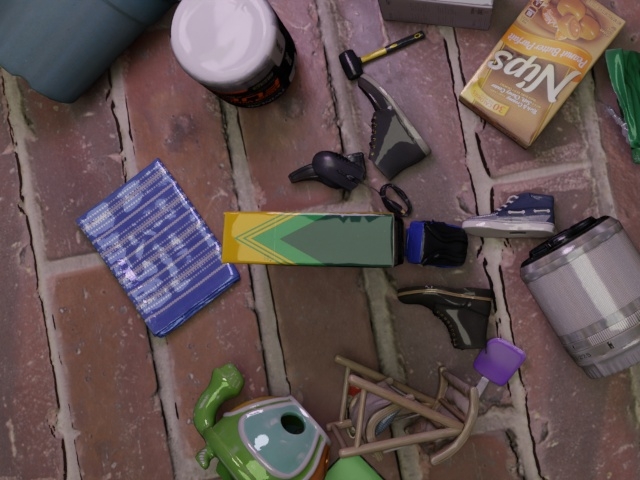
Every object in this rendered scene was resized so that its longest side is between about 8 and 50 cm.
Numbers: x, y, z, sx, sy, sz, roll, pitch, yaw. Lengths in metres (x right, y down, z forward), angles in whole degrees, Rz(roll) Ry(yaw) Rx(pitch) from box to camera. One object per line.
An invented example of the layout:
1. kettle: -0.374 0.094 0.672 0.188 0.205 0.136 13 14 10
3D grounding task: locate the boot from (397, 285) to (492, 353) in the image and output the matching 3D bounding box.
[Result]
1. boot: 0.257 0.164 1.835 0.198 0.077 0.136 2 84 9

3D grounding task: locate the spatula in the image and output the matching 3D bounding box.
1. spatula: 0.318 0.337 1.852 0.084 0.030 0.296 34 94 8

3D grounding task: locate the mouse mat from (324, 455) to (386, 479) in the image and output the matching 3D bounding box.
1. mouse mat: 0.055 0.562 1.897 0.152 0.007 0.189 45 94 6

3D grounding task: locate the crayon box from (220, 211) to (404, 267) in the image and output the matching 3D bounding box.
1. crayon box: 0.000 0.000 1.736 0.313 0.363 0.106 0 89 8

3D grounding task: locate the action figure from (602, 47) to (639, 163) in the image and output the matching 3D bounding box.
1. action figure: 0.630 -0.268 1.787 0.137 0.063 0.232 -7 84 -36

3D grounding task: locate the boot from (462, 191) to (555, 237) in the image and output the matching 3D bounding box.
1. boot: 0.393 -0.054 1.839 0.190 0.069 0.086 3 72 8

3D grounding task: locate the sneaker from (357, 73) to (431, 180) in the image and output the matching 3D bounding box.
1. sneaker: 0.123 -0.241 1.865 0.118 0.083 0.222 -38 85 6

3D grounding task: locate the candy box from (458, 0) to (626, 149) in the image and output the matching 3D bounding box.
1. candy box: 0.453 -0.368 1.817 0.183 0.087 0.316 38 93 7

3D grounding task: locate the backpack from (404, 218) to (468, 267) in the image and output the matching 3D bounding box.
1. backpack: 0.242 0.005 1.837 0.120 0.101 0.097 5 94 -24

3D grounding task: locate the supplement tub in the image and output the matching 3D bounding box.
1. supplement tub: -0.162 -0.384 1.779 0.207 0.338 0.207 0 89 8

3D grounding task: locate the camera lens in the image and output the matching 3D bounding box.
1. camera lens: 0.543 0.104 1.729 0.219 0.219 0.274 -31 85 6

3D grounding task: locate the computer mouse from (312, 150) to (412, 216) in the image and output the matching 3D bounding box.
1. computer mouse: 0.090 -0.116 1.855 0.242 0.041 0.071 27 98 -10

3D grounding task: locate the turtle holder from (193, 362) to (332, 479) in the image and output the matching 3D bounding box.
1. turtle holder: -0.120 0.428 1.835 0.227 0.243 0.320 -41 43 -9

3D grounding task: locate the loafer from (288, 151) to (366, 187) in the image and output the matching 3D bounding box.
1. loafer: 0.016 -0.142 1.891 0.170 0.062 0.061 -13 92 9

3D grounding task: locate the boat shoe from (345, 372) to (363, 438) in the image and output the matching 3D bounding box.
1. boat shoe: 0.073 0.354 1.880 0.049 0.043 0.136 3 88 10

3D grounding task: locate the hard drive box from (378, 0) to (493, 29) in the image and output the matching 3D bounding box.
1. hard drive box: 0.240 -0.507 1.805 0.232 0.181 0.089 8 90 8

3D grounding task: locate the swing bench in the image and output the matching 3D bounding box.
1. swing bench: 0.155 0.335 1.738 0.255 0.253 0.165 7 90 -5

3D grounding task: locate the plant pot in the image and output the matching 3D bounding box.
1. plant pot: -0.526 -0.494 1.858 0.341 0.341 0.334 45 103 7

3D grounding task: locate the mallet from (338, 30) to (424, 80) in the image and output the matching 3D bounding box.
1. mallet: 0.136 -0.398 1.892 0.190 0.039 0.062 -15 85 4

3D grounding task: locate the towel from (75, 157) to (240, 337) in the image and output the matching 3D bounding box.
1. towel: -0.362 0.019 1.952 0.243 0.040 0.336 -36 84 5
